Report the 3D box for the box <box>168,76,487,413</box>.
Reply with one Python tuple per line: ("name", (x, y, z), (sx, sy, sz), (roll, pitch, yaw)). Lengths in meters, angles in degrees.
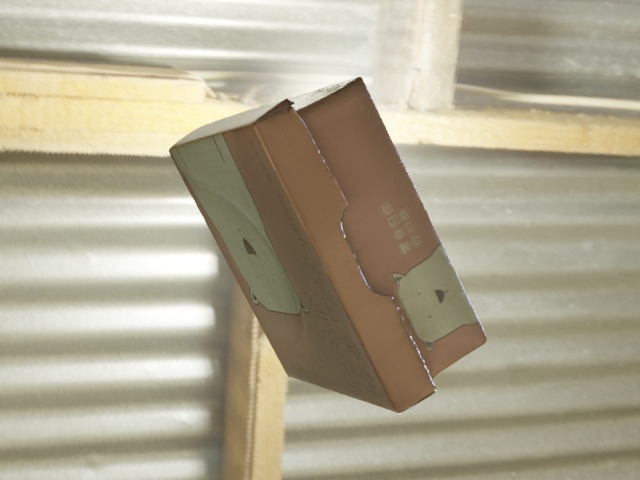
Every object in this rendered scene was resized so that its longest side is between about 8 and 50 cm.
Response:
("box", (0.000, 0.000, 0.821), (0.086, 0.215, 0.215), (-31, -79, -19))
